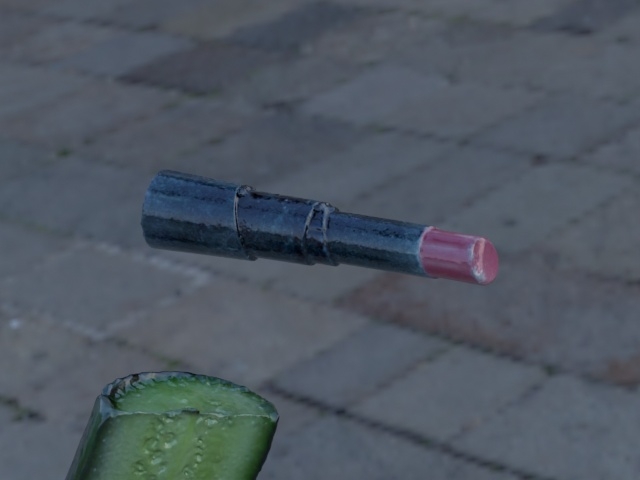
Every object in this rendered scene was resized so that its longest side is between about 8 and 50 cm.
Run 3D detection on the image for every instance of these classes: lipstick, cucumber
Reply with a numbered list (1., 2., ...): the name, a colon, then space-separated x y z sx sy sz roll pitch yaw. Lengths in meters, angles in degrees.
1. lipstick: 0.000 0.000 1.278 0.234 0.053 0.053 11 28 21
2. cucumber: -0.101 0.136 1.230 0.116 0.115 0.062 14 15 -26
